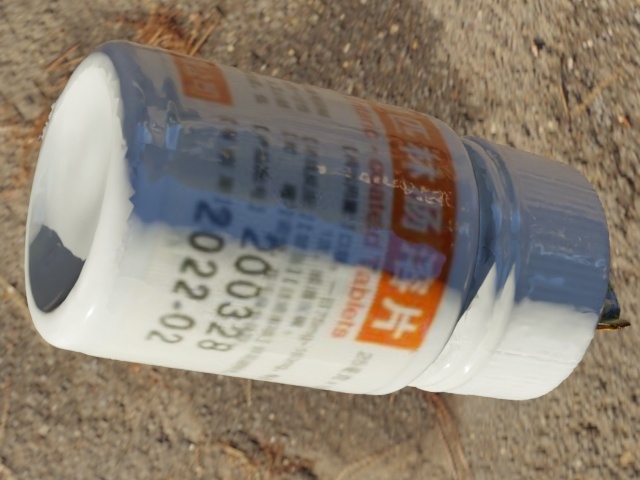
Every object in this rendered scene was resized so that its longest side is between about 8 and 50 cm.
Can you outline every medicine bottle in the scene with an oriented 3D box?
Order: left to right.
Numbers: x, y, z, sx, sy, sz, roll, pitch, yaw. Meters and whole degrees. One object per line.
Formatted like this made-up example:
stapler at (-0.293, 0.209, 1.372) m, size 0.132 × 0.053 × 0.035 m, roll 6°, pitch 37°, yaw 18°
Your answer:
medicine bottle at (0.000, 0.000, 0.637) m, size 0.252 × 0.144 × 0.144 m, roll 14°, pitch 114°, yaw -28°

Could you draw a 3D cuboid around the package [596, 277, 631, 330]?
package at (0.242, 0.033, 1.281) m, size 0.031 × 0.108 × 0.120 m, roll -28°, pitch 77°, yaw 39°
